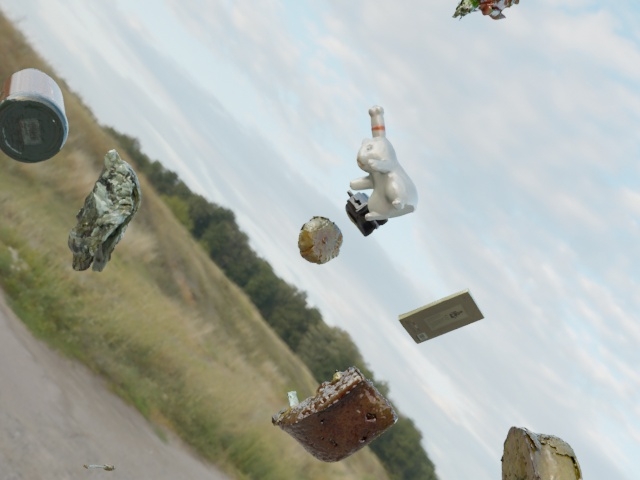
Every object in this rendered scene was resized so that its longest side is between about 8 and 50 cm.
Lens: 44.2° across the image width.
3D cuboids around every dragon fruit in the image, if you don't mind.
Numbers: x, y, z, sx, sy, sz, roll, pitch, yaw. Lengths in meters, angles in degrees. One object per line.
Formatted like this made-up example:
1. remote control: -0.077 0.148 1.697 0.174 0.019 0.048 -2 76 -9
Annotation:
1. dragon fruit: 0.362 -0.548 1.738 0.135 0.236 0.137 33 -18 17

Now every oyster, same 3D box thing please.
1. oyster: -0.548 -0.076 2.003 0.162 0.351 0.158 39 30 25

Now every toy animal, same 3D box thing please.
1. toy animal: 0.140 -0.184 1.965 0.140 0.138 0.283 -38 -104 56

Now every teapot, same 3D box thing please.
1. teapot: 0.120 -0.091 2.264 0.096 0.087 0.177 56 -1 -39

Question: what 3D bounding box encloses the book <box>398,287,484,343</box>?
1. book: 0.316 0.200 2.057 0.138 0.198 0.016 52 20 -43

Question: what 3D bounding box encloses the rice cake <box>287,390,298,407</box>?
1. rice cake: -0.055 0.394 1.796 0.121 0.022 0.022 -109 -161 -48

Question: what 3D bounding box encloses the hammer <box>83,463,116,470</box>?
1. hammer: -0.423 0.430 1.501 0.029 0.014 0.123 4 -17 8

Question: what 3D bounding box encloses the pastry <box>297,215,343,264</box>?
1. pastry: -0.002 0.001 2.401 0.081 0.153 0.153 24 -23 48

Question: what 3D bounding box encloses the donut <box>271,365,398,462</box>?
1. donut: 0.024 0.294 1.287 0.126 0.186 0.144 47 3 -5

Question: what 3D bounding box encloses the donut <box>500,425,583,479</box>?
1. donut: 0.435 0.505 1.550 0.272 0.107 0.272 -178 -90 -88

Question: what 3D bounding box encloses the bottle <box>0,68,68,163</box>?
1. bottle: -0.617 -0.281 1.688 0.144 0.144 0.336 52 1 -30
